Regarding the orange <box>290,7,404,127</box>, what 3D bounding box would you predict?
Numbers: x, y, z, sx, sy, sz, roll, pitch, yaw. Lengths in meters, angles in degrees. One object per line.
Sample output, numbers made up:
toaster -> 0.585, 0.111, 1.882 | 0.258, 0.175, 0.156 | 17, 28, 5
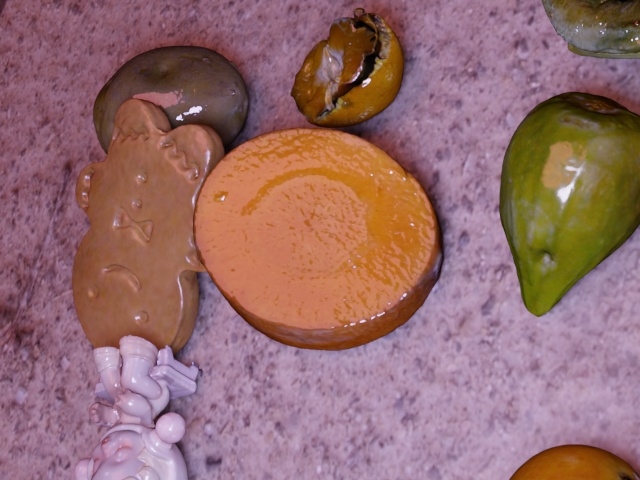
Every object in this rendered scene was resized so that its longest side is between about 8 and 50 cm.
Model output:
orange -> 0.043, -0.209, 1.826 | 0.160, 0.112, 0.170 | -64, 19, 11

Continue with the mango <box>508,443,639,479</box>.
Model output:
mango -> 0.234, 0.318, 1.356 | 0.176, 0.139, 0.254 | 0, 76, 55

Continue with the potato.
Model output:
potato -> -0.207, -0.182, 2.011 | 0.235, 0.160, 0.177 | -5, 90, 29

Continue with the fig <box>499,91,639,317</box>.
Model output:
fig -> 0.253, -0.049, 1.517 | 0.233, 0.167, 0.167 | -54, 44, -3

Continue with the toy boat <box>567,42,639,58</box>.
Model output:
toy boat -> 0.379, -0.255, 1.566 | 0.276, 0.084, 0.111 | 6, 70, 45

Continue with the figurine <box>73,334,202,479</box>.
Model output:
figurine -> -0.233, 0.264, 1.816 | 0.182, 0.144, 0.256 | -8, 59, 16

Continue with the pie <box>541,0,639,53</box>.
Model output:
pie -> 0.359, -0.321, 1.518 | 0.323, 0.070, 0.323 | -26, 40, 24

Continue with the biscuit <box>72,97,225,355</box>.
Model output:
biscuit -> -0.236, -0.002, 1.913 | 0.275, 0.052, 0.354 | 29, 109, 33

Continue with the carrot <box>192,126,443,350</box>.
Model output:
carrot -> 0.000, 0.000, 1.721 | 0.307, 0.100, 0.258 | 11, 83, 20
